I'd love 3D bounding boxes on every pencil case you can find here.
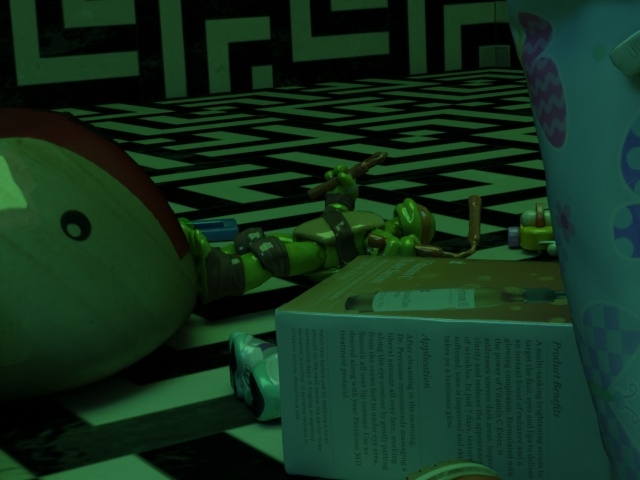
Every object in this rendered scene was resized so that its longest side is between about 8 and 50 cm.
[{"bbox_3d":[0.155,0.005,0.530,0.114,0.273,0.124,-11,2,-12],"label":"pencil case"}]

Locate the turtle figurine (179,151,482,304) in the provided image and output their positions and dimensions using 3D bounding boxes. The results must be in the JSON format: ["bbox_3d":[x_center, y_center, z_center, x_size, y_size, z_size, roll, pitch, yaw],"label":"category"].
[{"bbox_3d":[0.000,0.000,1.052,0.217,0.087,0.269,-10,21,-13],"label":"turtle figurine"}]

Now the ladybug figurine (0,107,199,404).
[{"bbox_3d":[-0.251,-0.008,0.958,0.305,0.161,0.449,-7,12,-21],"label":"ladybug figurine"}]

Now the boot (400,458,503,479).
[{"bbox_3d":[0.044,0.133,0.472,0.085,0.059,0.158,9,25,35],"label":"boot"}]

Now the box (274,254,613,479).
[{"bbox_3d":[0.080,0.066,0.693,0.171,0.091,0.130,1,12,20],"label":"box"}]

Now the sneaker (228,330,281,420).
[{"bbox_3d":[-0.016,0.080,0.797,0.069,0.038,0.098,-5,21,-17],"label":"sneaker"}]

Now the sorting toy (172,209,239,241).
[{"bbox_3d":[-0.255,-0.018,1.300,0.348,0.047,0.196,-1,11,8],"label":"sorting toy"}]

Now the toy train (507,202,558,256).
[{"bbox_3d":[0.239,-0.015,1.175,0.125,0.046,0.166,-7,12,-18],"label":"toy train"}]
